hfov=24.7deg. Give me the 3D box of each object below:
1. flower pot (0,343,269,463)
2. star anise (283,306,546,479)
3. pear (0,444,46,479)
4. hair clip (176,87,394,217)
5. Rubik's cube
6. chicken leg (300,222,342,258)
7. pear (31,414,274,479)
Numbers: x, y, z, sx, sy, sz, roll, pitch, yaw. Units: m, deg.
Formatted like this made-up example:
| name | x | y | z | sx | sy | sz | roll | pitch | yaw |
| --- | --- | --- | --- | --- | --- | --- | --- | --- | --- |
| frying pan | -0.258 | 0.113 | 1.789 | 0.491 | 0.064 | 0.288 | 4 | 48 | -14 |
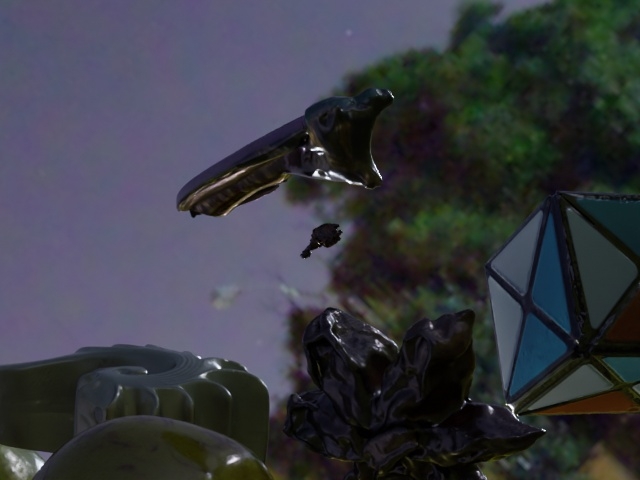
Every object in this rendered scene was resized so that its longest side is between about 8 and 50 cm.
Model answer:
| name | x | y | z | sx | sy | sz | roll | pitch | yaw |
| --- | --- | --- | --- | --- | --- | --- | --- | --- | --- |
| flower pot | -0.256 | 0.218 | 1.866 | 0.254 | 0.367 | 0.165 | -4 | -82 | -43 |
| star anise | 0.064 | 0.144 | 1.212 | 0.099 | 0.214 | 0.220 | -36 | -13 | -48 |
| pear | -0.523 | 0.417 | 2.013 | 0.238 | 0.342 | 0.318 | -55 | 17 | 31 |
| hair clip | -0.050 | -0.067 | 1.433 | 0.110 | 0.095 | 0.358 | -51 | 19 | -28 |
| Rubik's cube | 0.395 | 0.092 | 2.039 | 0.250 | 0.248 | 0.246 | 2 | -28 | -19 |
| chicken leg | 0.001 | -0.002 | 2.050 | 0.021 | 0.036 | 0.083 | 13 | -29 | -41 |
| pear | -0.165 | 0.304 | 1.431 | 0.283 | 0.283 | 0.283 | -40 | -20 | -17 |
